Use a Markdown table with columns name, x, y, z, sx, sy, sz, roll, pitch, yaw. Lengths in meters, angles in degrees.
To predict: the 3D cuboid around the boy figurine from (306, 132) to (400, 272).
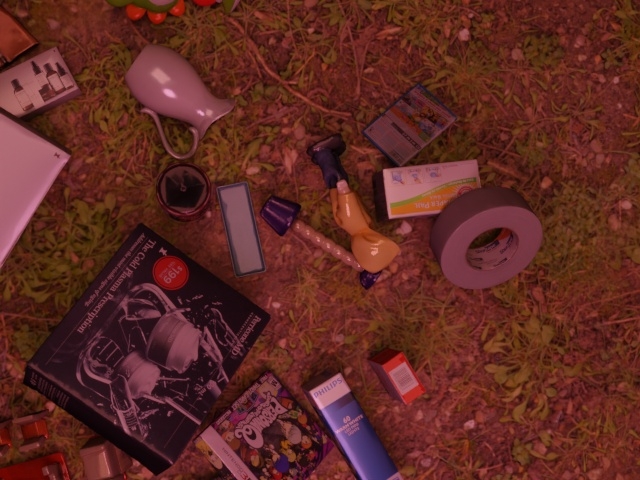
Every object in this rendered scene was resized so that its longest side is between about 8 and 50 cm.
| name | x | y | z | sx | sy | sz | roll | pitch | yaw |
| --- | --- | --- | --- | --- | --- | --- | --- | --- | --- |
| boy figurine | 0.064 | -0.073 | 1.809 | 0.092 | 0.177 | 0.285 | -28 | 72 | 3 |

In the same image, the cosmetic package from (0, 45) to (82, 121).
| name | x | y | z | sx | sy | sz | roll | pitch | yaw |
| --- | --- | --- | --- | --- | --- | --- | --- | --- | --- |
| cosmetic package | -0.609 | -0.287 | 1.796 | 0.239 | 0.060 | 0.099 | -29 | 90 | -9 |

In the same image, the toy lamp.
| name | x | y | z | sx | sy | sz | roll | pitch | yaw |
| --- | --- | --- | --- | --- | --- | --- | --- | --- | --- |
| toy lamp | 0.000 | 0.000 | 1.855 | 0.274 | 0.080 | 0.080 | 35 | 83 | -7 |

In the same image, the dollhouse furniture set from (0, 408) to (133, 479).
| name | x | y | z | sx | sy | sz | roll | pitch | yaw |
| --- | --- | --- | --- | --- | --- | --- | --- | --- | --- |
| dollhouse furniture set | -0.511 | 0.455 | 1.751 | 0.259 | 0.135 | 0.262 | -15 | 89 | 3 |

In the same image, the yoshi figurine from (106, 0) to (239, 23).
| name | x | y | z | sx | sy | sz | roll | pitch | yaw |
| --- | --- | --- | --- | --- | --- | --- | --- | --- | --- |
| yoshi figurine | -0.271 | -0.578 | 1.806 | 0.362 | 0.203 | 0.203 | -16 | 73 | -6 |

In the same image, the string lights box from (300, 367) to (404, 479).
| name | x | y | z | sx | sy | sz | roll | pitch | yaw |
| --- | --- | --- | --- | --- | --- | --- | --- | --- | --- |
| string lights box | 0.065 | 0.389 | 1.809 | 0.076 | 0.133 | 0.260 | -31 | 91 | -10 |

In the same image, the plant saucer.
| name | x | y | z | sx | sy | sz | roll | pitch | yaw |
| --- | --- | --- | --- | --- | --- | --- | --- | --- | --- |
| plant saucer | -0.164 | -0.023 | 1.863 | 0.067 | 0.018 | 0.192 | -12 | 87 | -8 |

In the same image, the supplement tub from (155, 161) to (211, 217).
| name | x | y | z | sx | sy | sz | roll | pitch | yaw |
| --- | --- | --- | --- | --- | --- | --- | --- | --- | --- |
| supplement tub | -0.265 | -0.090 | 1.761 | 0.106 | 0.198 | 0.106 | 0 | 87 | -7 |

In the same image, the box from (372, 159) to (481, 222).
| name | x | y | z | sx | sy | sz | roll | pitch | yaw |
| --- | --- | --- | --- | --- | --- | --- | --- | --- | --- |
| box | 0.221 | -0.102 | 1.871 | 0.203 | 0.114 | 0.103 | -7 | 88 | -9 |

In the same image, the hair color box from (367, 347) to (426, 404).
| name | x | y | z | sx | sy | sz | roll | pitch | yaw |
| --- | --- | --- | --- | --- | --- | --- | --- | --- | --- |
| hair color box | 0.151 | 0.269 | 1.811 | 0.053 | 0.167 | 0.093 | -32 | 91 | -9 |

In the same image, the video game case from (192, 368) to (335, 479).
| name | x | y | z | sx | sy | sz | roll | pitch | yaw |
| --- | --- | --- | --- | --- | --- | --- | --- | --- | --- |
| video game case | -0.106 | 0.397 | 1.763 | 0.210 | 0.042 | 0.232 | 50 | 44 | 1 |

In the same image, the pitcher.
| name | x | y | z | sx | sy | sz | roll | pitch | yaw |
| --- | --- | --- | --- | --- | --- | --- | --- | --- | --- |
| pitcher | -0.302 | -0.279 | 1.817 | 0.207 | 0.125 | 0.178 | 36 | 98 | -15 |

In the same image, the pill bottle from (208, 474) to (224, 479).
| name | x | y | z | sx | sy | sz | roll | pitch | yaw |
| --- | --- | --- | --- | --- | --- | --- | --- | --- | --- |
| pill bottle | -0.196 | 0.527 | 1.767 | 0.219 | 0.123 | 0.123 | -23 | 90 | -15 |

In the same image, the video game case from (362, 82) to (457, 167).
| name | x | y | z | sx | sy | sz | roll | pitch | yaw |
| --- | --- | --- | --- | --- | --- | --- | --- | --- | --- |
| video game case | 0.188 | -0.243 | 1.904 | 0.166 | 0.015 | 0.119 | -41 | 70 | -8 |

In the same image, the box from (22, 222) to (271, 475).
| name | x | y | z | sx | sy | sz | roll | pitch | yaw |
| --- | --- | --- | --- | --- | --- | --- | --- | --- | --- |
| box | -0.322 | 0.205 | 1.695 | 0.312 | 0.179 | 0.343 | 36 | 62 | -5 |

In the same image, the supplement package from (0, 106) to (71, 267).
| name | x | y | z | sx | sy | sz | roll | pitch | yaw |
| --- | --- | --- | --- | --- | --- | --- | --- | --- | --- |
| supplement package | -0.628 | -0.111 | 1.706 | 0.204 | 0.145 | 0.262 | 32 | 89 | -18 |

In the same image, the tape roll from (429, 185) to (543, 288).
| name | x | y | z | sx | sy | sz | roll | pitch | yaw |
| --- | --- | --- | --- | --- | --- | --- | --- | --- | --- |
| tape roll | 0.337 | -0.004 | 1.837 | 0.219 | 0.072 | 0.219 | -10 | 132 | -11 |

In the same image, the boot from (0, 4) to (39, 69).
| name | x | y | z | sx | sy | sz | roll | pitch | yaw |
| --- | --- | --- | --- | --- | --- | --- | --- | --- | --- |
| boot | -0.659 | -0.498 | 1.785 | 0.264 | 0.096 | 0.280 | -39 | 93 | -9 |
